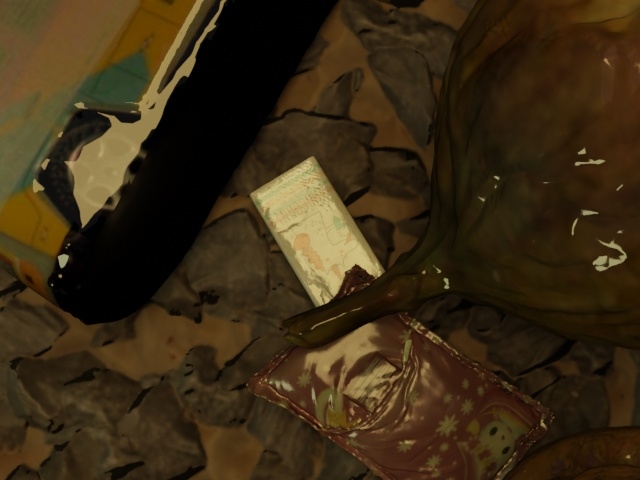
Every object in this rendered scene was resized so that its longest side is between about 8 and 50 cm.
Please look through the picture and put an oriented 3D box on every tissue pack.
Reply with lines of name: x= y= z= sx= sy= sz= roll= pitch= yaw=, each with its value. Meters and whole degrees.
tissue pack: x=0.000 y=0.000 z=0.739 sx=0.056 sy=0.023 sz=0.108 roll=-30 pitch=84 yaw=-4

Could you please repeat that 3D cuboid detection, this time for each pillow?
pillow: x=0.056 y=0.109 z=0.713 sx=0.185 sy=0.043 sz=0.118 roll=39 pitch=88 yaw=-6

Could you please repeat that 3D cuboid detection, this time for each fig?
fig: x=0.134 y=-0.034 z=0.649 sx=0.369 sy=0.286 sz=0.286 roll=-25 pitch=83 yaw=14

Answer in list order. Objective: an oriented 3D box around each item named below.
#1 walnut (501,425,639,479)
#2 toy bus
walnut: x=0.164 y=0.218 z=0.575 sx=0.204 sy=0.141 sz=0.238 roll=-1 pitch=74 yaw=41
toy bus: x=-0.114 y=-0.144 z=0.695 sx=0.162 sy=0.171 sz=0.386 roll=28 pitch=83 yaw=13
